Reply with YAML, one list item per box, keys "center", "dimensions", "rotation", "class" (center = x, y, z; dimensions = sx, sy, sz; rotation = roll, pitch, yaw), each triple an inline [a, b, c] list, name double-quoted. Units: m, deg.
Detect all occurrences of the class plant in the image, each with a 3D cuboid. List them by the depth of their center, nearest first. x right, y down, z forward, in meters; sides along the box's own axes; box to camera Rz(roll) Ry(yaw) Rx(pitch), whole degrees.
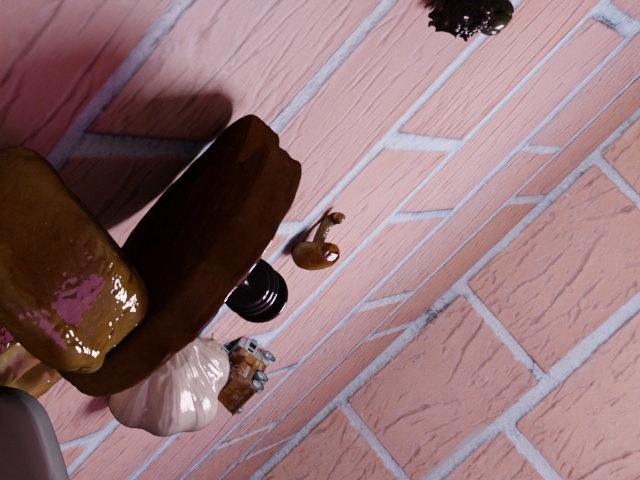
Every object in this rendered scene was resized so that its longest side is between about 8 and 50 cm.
- center: [0.212, -0.313, 1.554]
  dimensions: [0.085, 0.087, 0.174]
  rotation: [-14, 179, 38]
  class: "plant"

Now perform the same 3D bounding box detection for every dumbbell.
- center: [-0.108, 0.082, 1.852]
  dimensions: [0.099, 0.099, 0.208]
  rotation: [-40, 165, -2]
  class: "dumbbell"

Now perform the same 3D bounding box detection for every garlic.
- center: [-0.249, 0.266, 1.972]
  dimensions: [0.229, 0.142, 0.178]
  rotation: [-22, 160, -28]
  class: "garlic"

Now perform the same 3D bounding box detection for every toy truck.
- center: [-0.163, 0.249, 2.199]
  dimensions: [0.080, 0.115, 0.177]
  rotation: [-46, -173, 20]
  class: "toy truck"

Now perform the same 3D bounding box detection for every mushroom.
- center: [0.002, 0.008, 1.973]
  dimensions: [0.088, 0.073, 0.129]
  rotation: [18, 123, -33]
  class: "mushroom"

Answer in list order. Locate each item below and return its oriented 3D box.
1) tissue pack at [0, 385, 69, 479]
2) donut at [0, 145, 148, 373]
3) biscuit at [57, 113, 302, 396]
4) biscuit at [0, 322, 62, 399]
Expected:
- center: [-0.436, 0.295, 1.208]
  dimensions: [0.333, 0.229, 0.236]
  rotation: [-17, 168, -15]
  class: "tissue pack"
- center: [-0.263, 0.024, 1.094]
  dimensions: [0.128, 0.208, 0.261]
  rotation: [-39, 170, -7]
  class: "donut"
- center: [-0.154, 0.011, 1.284]
  dimensions: [0.359, 0.074, 0.381]
  rotation: [-10, -140, 55]
  class: "biscuit"
- center: [-0.400, 0.159, 1.375]
  dimensions: [0.213, 0.091, 0.274]
  rotation: [-38, 168, -15]
  class: "biscuit"
